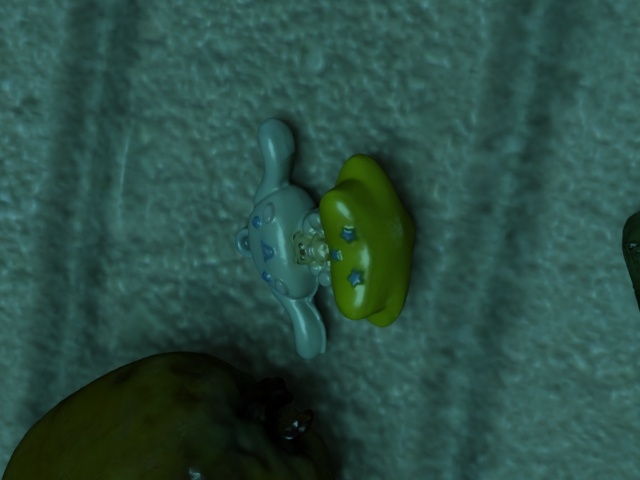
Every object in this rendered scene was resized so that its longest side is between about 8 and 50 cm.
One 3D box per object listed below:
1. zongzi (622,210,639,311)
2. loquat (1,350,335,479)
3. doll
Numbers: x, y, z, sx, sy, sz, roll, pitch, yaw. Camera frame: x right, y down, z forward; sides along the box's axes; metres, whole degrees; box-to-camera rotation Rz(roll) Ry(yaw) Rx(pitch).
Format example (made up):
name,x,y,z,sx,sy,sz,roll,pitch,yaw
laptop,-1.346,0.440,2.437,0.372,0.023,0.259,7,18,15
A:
name,x,y,z,sx,sy,sz,roll,pitch,yaw
zongzi,0.239,0.044,0.918,0.130,0.062,0.154,-16,105,9
loquat,-0.087,0.162,0.996,0.187,0.176,0.234,42,117,-13
doll,-0.001,-0.008,0.984,0.113,0.071,0.135,-30,87,41
